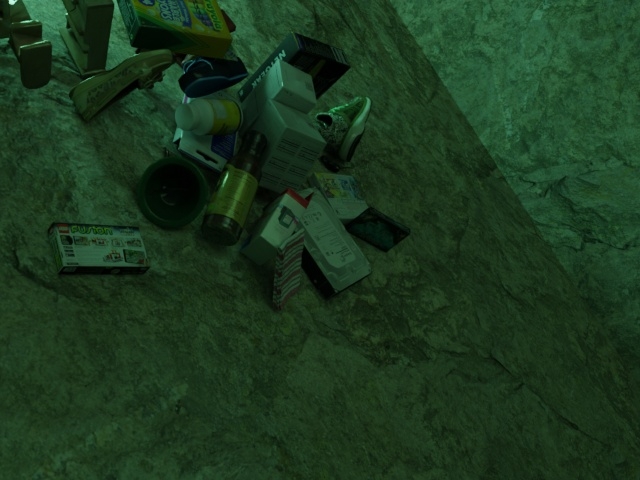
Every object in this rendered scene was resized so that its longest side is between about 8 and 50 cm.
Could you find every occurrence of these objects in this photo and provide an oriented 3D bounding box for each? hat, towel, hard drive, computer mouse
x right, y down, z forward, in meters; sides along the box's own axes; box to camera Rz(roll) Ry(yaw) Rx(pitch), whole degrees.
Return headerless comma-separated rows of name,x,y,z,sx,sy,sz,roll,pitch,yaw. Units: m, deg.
hat,-0.387,-0.132,1.708,0.173,0.183,0.208,28,83,-12
towel,-0.081,0.077,1.729,0.029,0.197,0.144,16,29,17
hard drive,0.000,0.000,1.979,0.237,0.064,0.339,-23,77,-53
computer mouse,-0.019,-0.300,2.250,0.242,0.041,0.071,20,44,-36

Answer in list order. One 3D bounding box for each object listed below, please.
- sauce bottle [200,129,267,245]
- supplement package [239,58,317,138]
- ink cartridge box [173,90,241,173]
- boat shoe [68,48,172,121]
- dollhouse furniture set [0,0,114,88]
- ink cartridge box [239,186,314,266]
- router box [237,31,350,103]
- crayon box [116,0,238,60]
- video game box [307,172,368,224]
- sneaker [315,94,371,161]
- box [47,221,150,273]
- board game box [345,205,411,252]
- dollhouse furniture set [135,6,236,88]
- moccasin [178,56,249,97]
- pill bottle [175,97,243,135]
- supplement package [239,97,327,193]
sauce bottle,-0.224,-0.151,1.759,0.111,0.111,0.344,32,55,-24
supplement package,-0.144,-0.426,2.053,0.134,0.244,0.139,19,46,-35
ink cartridge box,-0.333,-0.329,1.914,0.176,0.069,0.371,29,38,-28
boat shoe,-0.505,-0.407,1.681,0.089,0.285,0.104,60,-9,-1
dollhouse furniture set,-0.739,-0.524,1.582,0.394,0.256,0.362,-21,72,-31
ink cartridge box,-0.117,-0.054,1.783,0.078,0.134,0.231,38,55,-15
router box,-0.090,-0.538,2.158,0.243,0.309,0.081,3,58,-46
crayon box,-0.383,-0.616,1.788,0.323,0.083,0.203,-4,60,-38
video game box,0.071,-0.140,2.197,0.205,0.048,0.187,0,60,-48
sneaker,0.078,-0.462,2.436,0.182,0.158,0.410,24,35,-6
box,-0.493,0.019,1.445,0.207,0.036,0.114,4,56,-46
board game box,0.194,-0.035,2.166,0.186,0.126,0.026,27,42,-29
dollhouse furniture set,-0.444,-0.589,1.929,0.152,0.201,0.374,49,41,-3
moccasin,-0.337,-0.505,1.923,0.117,0.138,0.342,60,21,-8
pill bottle,-0.314,-0.347,1.812,0.184,0.103,0.103,-14,69,-52
supplement package,-0.118,-0.277,1.935,0.149,0.203,0.194,18,28,-33
